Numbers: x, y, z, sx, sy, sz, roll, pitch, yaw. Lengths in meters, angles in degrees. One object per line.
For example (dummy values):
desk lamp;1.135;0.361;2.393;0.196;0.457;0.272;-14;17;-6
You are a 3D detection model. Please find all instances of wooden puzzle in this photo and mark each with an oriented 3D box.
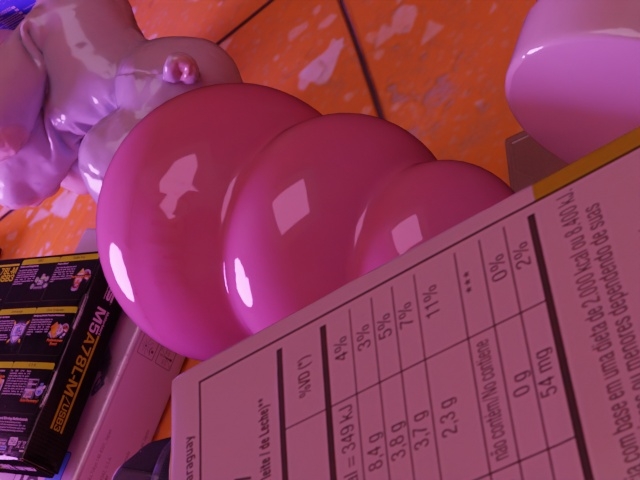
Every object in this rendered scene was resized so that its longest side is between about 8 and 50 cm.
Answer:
wooden puzzle;0.164;-0.060;0.861;0.116;0.014;0.078;-19;45;34

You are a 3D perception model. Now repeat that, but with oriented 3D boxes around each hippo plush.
hippo plush;-0.164;-0.127;1.132;0.237;0.234;0.294;27;85;25

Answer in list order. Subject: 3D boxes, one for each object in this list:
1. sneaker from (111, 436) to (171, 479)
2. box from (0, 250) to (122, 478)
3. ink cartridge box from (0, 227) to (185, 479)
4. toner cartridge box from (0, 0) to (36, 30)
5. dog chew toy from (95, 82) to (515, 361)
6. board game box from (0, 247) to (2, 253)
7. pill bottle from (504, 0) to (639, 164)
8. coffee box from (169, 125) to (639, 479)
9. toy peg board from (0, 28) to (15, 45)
sneaker;-0.075;0.217;0.813;0.163;0.086;0.226;-9;45;28
box;-0.256;0.101;1.024;0.191;0.045;0.184;-6;55;42
ink cartridge box;-0.239;0.132;1.071;0.261;0.066;0.296;0;61;43
toner cartridge box;-0.369;-0.324;1.471;0.348;0.165;0.075;-18;50;34
dog chew toy;0.000;0.000;0.839;0.332;0.206;0.206;11;69;40
board game box;-0.432;0.136;1.288;0.145;0.027;0.281;-11;54;38
pill bottle;0.246;-0.223;0.749;0.210;0.210;0.363;1;63;45
coffee box;0.177;0.185;0.399;0.334;0.338;0.338;-30;44;26
toy peg board;-0.391;-0.165;1.457;0.161;0.079;0.161;10;68;31
